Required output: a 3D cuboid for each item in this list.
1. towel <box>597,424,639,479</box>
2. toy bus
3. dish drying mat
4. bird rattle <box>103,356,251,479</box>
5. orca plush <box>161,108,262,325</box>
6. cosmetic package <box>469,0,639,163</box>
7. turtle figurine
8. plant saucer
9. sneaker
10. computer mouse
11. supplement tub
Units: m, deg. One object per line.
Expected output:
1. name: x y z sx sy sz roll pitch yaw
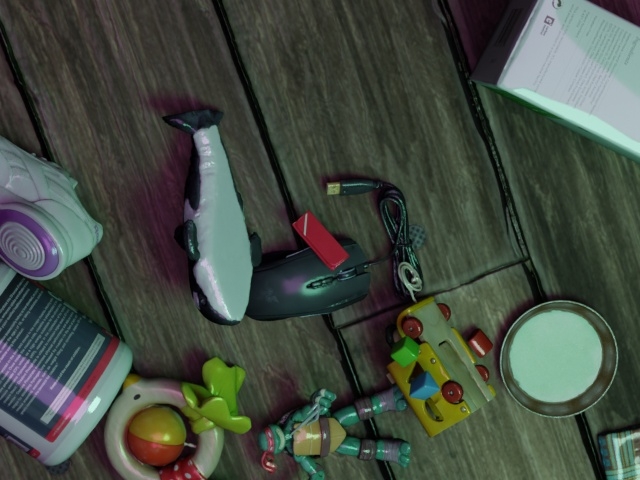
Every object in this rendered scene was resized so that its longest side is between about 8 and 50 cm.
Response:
1. towel: 0.563 0.426 1.948 0.271 0.040 0.370 -14 90 4
2. toy bus: 0.141 0.165 1.867 0.191 0.202 0.104 33 127 -30
3. dish drying mat: 0.000 0.000 1.845 0.032 0.008 0.083 -40 81 -6
4. bird rattle: -0.193 0.279 1.888 0.207 0.143 0.254 16 110 4
5. orca plush: -0.170 -0.025 1.831 0.102 0.151 0.287 -14 95 34
6. cosmetic package: 0.403 -0.195 1.806 0.365 0.197 0.155 26 96 -7
7. turtle figurine: 0.003 0.268 1.882 0.234 0.118 0.175 -8 115 -19
8. plant saucer: 0.332 0.164 1.938 0.168 0.029 0.168 -1 99 -4
9. sneaker: -0.414 -0.073 1.807 0.305 0.152 0.114 45 123 10
10. computer mouse: 0.008 0.014 1.871 0.262 0.060 0.184 -8 100 -4
11. supplement tub: -0.400 0.146 1.789 0.272 0.191 0.191 37 94 -9
